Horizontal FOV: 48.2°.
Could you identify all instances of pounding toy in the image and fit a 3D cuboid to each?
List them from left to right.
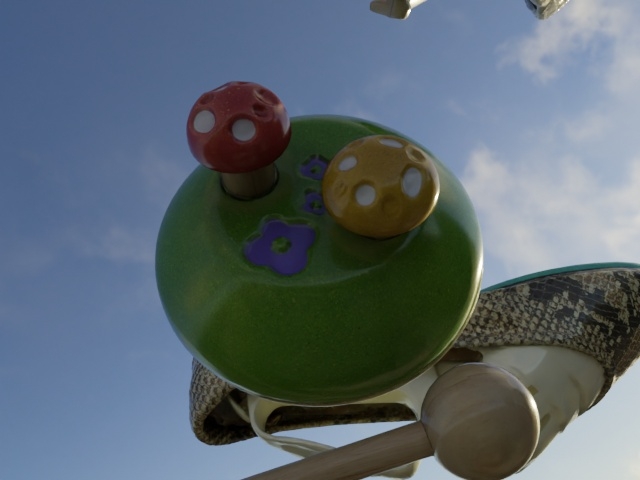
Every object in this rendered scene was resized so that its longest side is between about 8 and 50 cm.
[{"bbox_3d":[0.000,0.000,0.350,0.183,0.236,0.110,-9,-35,-2],"label":"pounding toy"}]

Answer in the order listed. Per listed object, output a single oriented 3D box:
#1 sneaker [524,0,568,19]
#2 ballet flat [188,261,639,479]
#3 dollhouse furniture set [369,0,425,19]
[{"bbox_3d":[0.282,-0.424,1.010,0.101,0.153,0.268,-41,-21,10],"label":"sneaker"},{"bbox_3d":[0.101,0.140,0.680,0.483,0.182,0.164,-7,-49,12],"label":"ballet flat"},{"bbox_3d":[0.120,-0.371,0.710,0.301,0.151,0.197,-39,-22,-38],"label":"dollhouse furniture set"}]
